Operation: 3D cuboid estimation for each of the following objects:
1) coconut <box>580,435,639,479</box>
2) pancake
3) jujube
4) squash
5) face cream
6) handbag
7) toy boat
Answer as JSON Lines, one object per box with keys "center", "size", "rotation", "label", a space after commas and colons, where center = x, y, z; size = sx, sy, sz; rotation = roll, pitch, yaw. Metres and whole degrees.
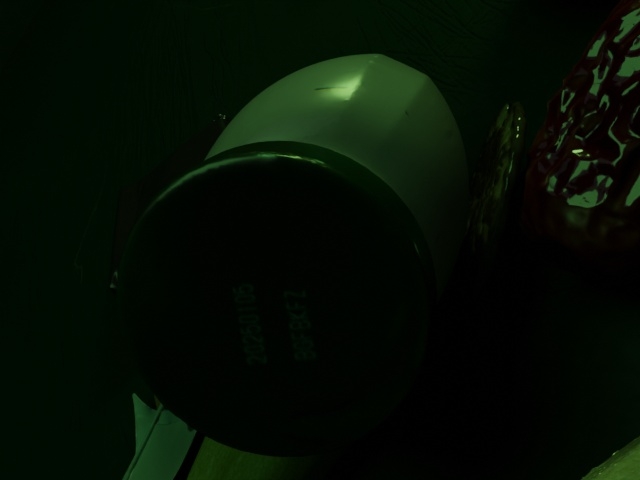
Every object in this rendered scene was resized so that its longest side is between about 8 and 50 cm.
{"center": [0.213, 0.181, 0.424], "size": [0.194, 0.194, 0.194], "rotation": [-30, 42, 32], "label": "coconut"}
{"center": [0.140, -0.029, 0.716], "size": [0.199, 0.021, 0.199], "rotation": [16, -90, -89], "label": "pancake"}
{"center": [0.244, -0.078, 0.619], "size": [0.230, 0.155, 0.155], "rotation": [-57, 35, 1], "label": "jujube"}
{"center": [-0.089, 0.239, 0.779], "size": [0.287, 0.137, 0.137], "rotation": [-53, 35, 7], "label": "squash"}
{"center": [0.000, 0.000, 0.689], "size": [0.312, 0.220, 0.357], "rotation": [-65, -2, 18], "label": "face cream"}
{"center": [-0.191, -0.040, 1.170], "size": [0.223, 0.080, 0.246], "rotation": [-32, 38, 19], "label": "handbag"}
{"center": [-0.196, 0.233, 0.965], "size": [0.220, 0.067, 0.291], "rotation": [27, 86, 54], "label": "toy boat"}
